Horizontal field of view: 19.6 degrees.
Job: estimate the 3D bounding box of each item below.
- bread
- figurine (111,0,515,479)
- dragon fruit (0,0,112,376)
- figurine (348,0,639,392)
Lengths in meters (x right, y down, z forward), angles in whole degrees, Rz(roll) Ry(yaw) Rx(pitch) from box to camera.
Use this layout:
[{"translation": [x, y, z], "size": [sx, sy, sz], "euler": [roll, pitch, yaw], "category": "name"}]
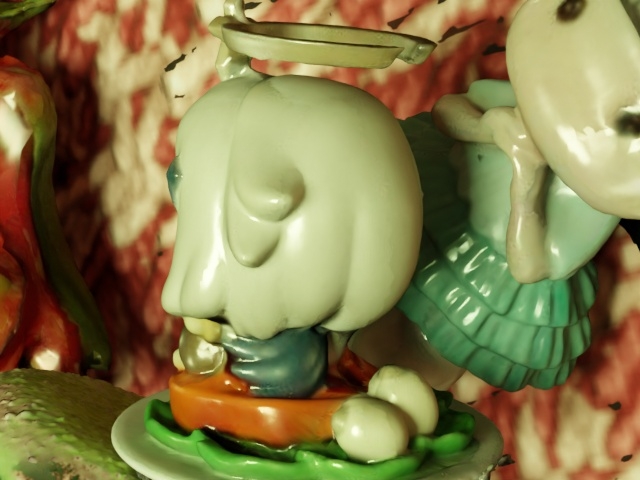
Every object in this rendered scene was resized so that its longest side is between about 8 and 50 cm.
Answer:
[{"translation": [-0.027, 0.104, 0.684], "size": [0.228, 0.228, 0.033], "euler": [31, 92, 28], "category": "bread"}, {"translation": [0.000, 0.000, 0.589], "size": [0.132, 0.132, 0.154], "euler": [11, 106, 34], "category": "figurine"}, {"translation": [-0.230, -0.009, 0.794], "size": [0.303, 0.237, 0.231], "euler": [47, 134, -3], "category": "dragon fruit"}, {"translation": [0.094, -0.020, 0.637], "size": [0.245, 0.110, 0.138], "euler": [-42, 76, 38], "category": "figurine"}]
